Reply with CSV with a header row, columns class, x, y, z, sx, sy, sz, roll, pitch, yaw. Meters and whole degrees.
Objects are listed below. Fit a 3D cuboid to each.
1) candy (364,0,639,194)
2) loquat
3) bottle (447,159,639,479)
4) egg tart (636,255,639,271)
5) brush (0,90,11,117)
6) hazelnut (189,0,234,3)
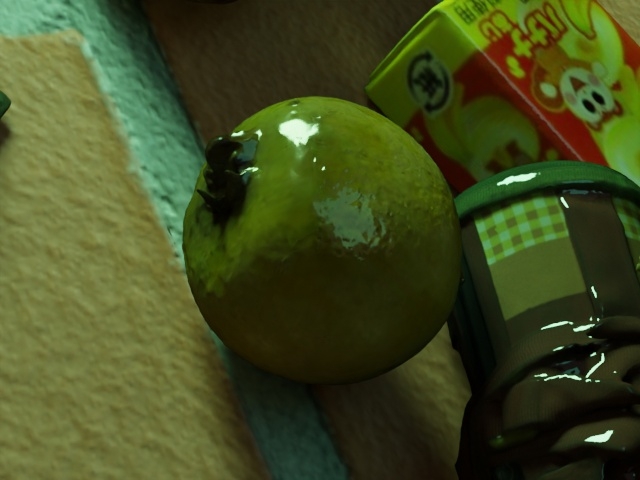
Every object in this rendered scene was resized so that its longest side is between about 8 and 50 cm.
class,x,y,z,sx,sy,sz,roll,pitch,yaw
candy,0.173,-0.046,1.135,0.276,0.088,0.146,49,42,4
loquat,0.000,0.000,0.937,0.163,0.137,0.163,11,69,-31
bottle,0.140,0.100,0.967,0.156,0.143,0.271,57,18,-53
egg tart,0.309,0.109,0.925,0.388,0.169,0.388,46,28,-34
brush,-0.204,-0.028,0.890,0.034,0.027,0.190,36,45,-5
hazelnut,-0.074,-0.209,1.063,0.150,0.150,0.150,19,48,-23
